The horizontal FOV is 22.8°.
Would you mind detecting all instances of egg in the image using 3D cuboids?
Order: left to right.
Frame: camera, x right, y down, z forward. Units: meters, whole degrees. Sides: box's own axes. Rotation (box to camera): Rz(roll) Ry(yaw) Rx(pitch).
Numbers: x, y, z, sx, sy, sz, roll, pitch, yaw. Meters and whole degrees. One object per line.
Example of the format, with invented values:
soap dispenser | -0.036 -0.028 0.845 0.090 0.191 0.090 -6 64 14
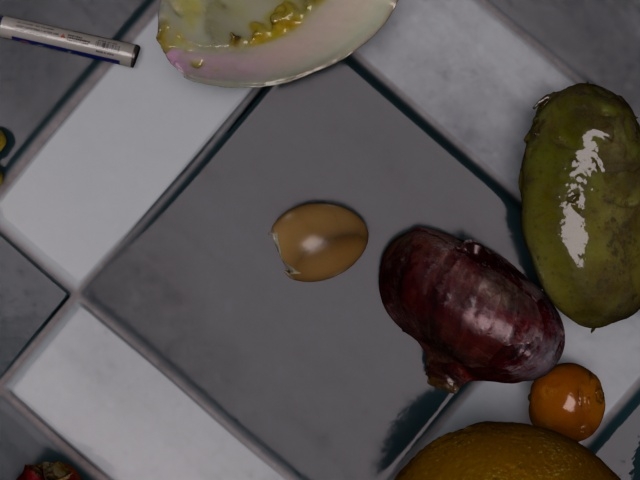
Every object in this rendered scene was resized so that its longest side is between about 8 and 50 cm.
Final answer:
egg | -0.035 -0.287 1.551 0.206 0.162 0.271 16 130 -31
egg | 0.000 0.000 1.601 0.096 0.080 0.080 -17 92 5

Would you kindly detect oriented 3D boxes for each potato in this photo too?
potato | 0.264 -0.032 1.574 0.149 0.113 0.251 -7 96 -35

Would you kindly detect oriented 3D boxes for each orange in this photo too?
orange | 0.184 0.306 1.525 0.274 0.274 0.274 0 93 1
orange | 0.248 0.163 1.606 0.083 0.083 0.083 0 93 1

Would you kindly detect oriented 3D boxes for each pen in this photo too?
pen | -0.286 -0.209 1.622 0.204 0.025 0.025 12 93 1

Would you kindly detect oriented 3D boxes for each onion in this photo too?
onion | 0.142 0.072 1.574 0.206 0.098 0.151 24 81 12

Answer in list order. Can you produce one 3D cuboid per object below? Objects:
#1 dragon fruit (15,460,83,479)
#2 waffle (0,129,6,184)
dragon fruit | -0.290 0.343 1.615 0.125 0.125 0.246 18 110 -14
waffle | -0.418 -0.066 1.615 0.211 0.055 0.160 -20 92 1
